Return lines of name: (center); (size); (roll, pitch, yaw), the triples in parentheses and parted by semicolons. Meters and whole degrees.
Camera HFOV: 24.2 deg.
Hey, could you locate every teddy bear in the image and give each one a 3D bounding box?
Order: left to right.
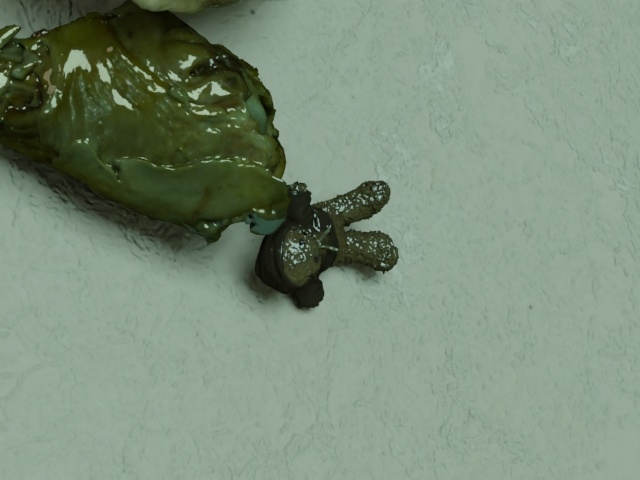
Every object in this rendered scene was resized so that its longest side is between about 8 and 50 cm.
teddy bear: (-0.005, -0.002, 1.367); (0.160, 0.078, 0.119); (-22, 113, -45)

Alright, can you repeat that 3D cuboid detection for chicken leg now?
chicken leg: (-0.229, -0.112, 1.239); (0.429, 0.153, 0.201); (6, 94, -22)

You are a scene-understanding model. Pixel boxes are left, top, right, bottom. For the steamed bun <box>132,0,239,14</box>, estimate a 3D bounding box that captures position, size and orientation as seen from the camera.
steamed bun: (-0.151, -0.299, 1.317); (0.247, 0.189, 0.428); (56, 15, -8)
